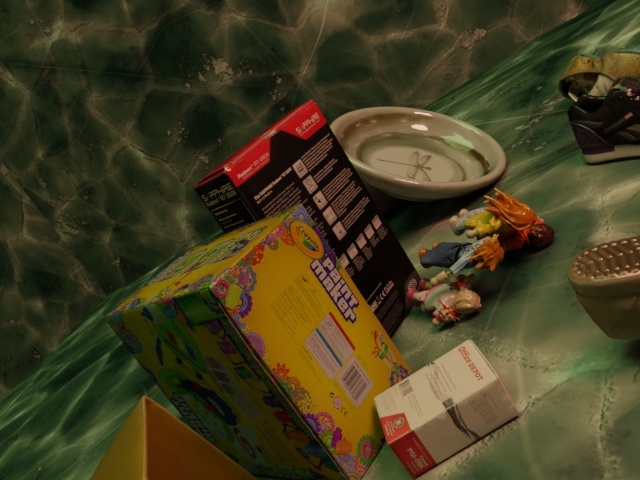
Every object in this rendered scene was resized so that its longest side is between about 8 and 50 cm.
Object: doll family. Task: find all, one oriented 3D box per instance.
[{"bbox_3d":[0.233,0.007,0.917,0.263,0.118,0.163,-39,15,-20],"label":"doll family"}]

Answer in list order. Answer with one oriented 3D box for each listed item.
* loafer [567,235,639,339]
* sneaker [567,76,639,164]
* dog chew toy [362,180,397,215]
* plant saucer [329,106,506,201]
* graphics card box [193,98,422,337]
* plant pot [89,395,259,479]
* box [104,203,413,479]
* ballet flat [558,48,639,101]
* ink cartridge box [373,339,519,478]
[{"bbox_3d":[0.381,0.034,0.579,0.268,0.092,0.102,-10,27,21],"label":"loafer"},{"bbox_3d":[0.522,-0.206,0.978,0.107,0.124,0.283,-41,16,-26],"label":"sneaker"},{"bbox_3d":[0.100,-0.133,1.536,0.331,0.207,0.206,-27,13,-12],"label":"dog chew toy"},{"bbox_3d":[0.208,-0.182,1.379,0.400,0.101,0.400,5,34,-4],"label":"plant saucer"},{"bbox_3d":[0.000,0.000,0.944,0.094,0.371,0.233,-18,22,45],"label":"graphics card box"},{"bbox_3d":[-0.156,0.322,0.608,0.187,0.212,0.212,-49,16,-6],"label":"plant pot"},{"bbox_3d":[-0.081,0.146,0.804,0.279,0.290,0.177,-17,22,46],"label":"box"},{"bbox_3d":[0.597,-0.326,1.275,0.123,0.123,0.348,-32,15,8],"label":"ballet flat"},{"bbox_3d":[0.136,0.183,0.677,0.135,0.056,0.099,-33,15,5],"label":"ink cartridge box"}]
